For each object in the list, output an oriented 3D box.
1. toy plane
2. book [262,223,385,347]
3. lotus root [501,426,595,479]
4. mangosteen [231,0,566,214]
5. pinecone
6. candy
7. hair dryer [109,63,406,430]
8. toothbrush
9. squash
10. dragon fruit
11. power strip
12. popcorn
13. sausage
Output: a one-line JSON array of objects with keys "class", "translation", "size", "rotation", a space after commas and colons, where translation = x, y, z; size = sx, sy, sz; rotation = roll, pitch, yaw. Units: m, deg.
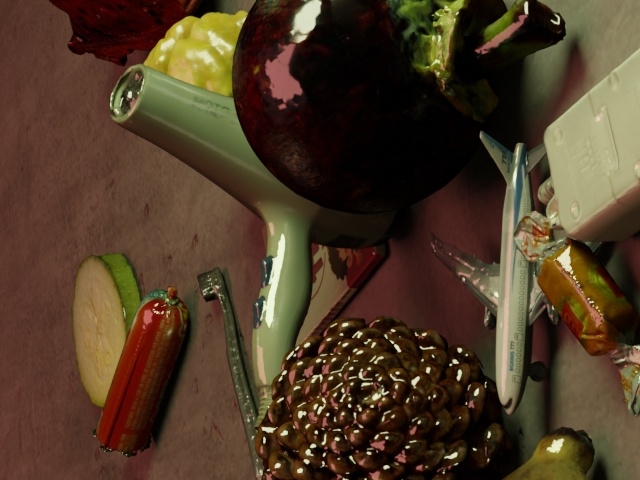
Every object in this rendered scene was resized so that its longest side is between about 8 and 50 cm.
[{"class": "toy plane", "translation": [0.158, 0.025, 1.375], "size": [0.226, 0.058, 0.226], "rotation": [-9, 85, 53]}, {"class": "book", "translation": [0.000, 0.000, 1.766], "size": [0.232, 0.022, 0.162], "rotation": [129, 137, -52]}, {"class": "lotus root", "translation": [0.166, 0.245, 1.277], "size": [0.138, 0.138, 0.214], "rotation": [143, 135, -60]}, {"class": "mangosteen", "translation": [0.064, -0.143, 1.409], "size": [0.289, 0.231, 0.231], "rotation": [-16, 74, 49]}, {"class": "pinecone", "translation": [0.057, 0.176, 1.426], "size": [0.221, 0.221, 0.221], "rotation": [-179, 90, -65]}, {"class": "candy", "translation": [0.203, 0.047, 1.275], "size": [0.182, 0.046, 0.053], "rotation": [59, 151, 29]}, {"class": "hair dryer", "translation": [-0.077, -0.027, 1.514], "size": [0.119, 0.296, 0.298], "rotation": [-25, 29, 48]}, {"class": "toothbrush", "translation": [-0.095, 0.154, 1.959], "size": [0.030, 0.030, 0.297], "rotation": [81, 172, -56]}, {"class": "squash", "translation": [-0.293, 0.128, 2.391], "size": [0.219, 0.041, 0.219], "rotation": [12, 103, 62]}, {"class": "dragon fruit", "translation": [-0.208, -0.362, 2.173], "size": [0.329, 0.228, 0.286], "rotation": [96, -163, -60]}, {"class": "power strip", "translation": [0.248, -0.091, 1.178], "size": [0.338, 0.058, 0.098], "rotation": [-43, 52, 55]}, {"class": "popcorn", "translation": [-0.079, -0.163, 1.761], "size": [0.200, 0.226, 0.203], "rotation": [27, 80, 48]}, {"class": "sausage", "translation": [-0.222, 0.159, 2.177], "size": [0.083, 0.083, 0.264], "rotation": [-115, 37, -45]}]
